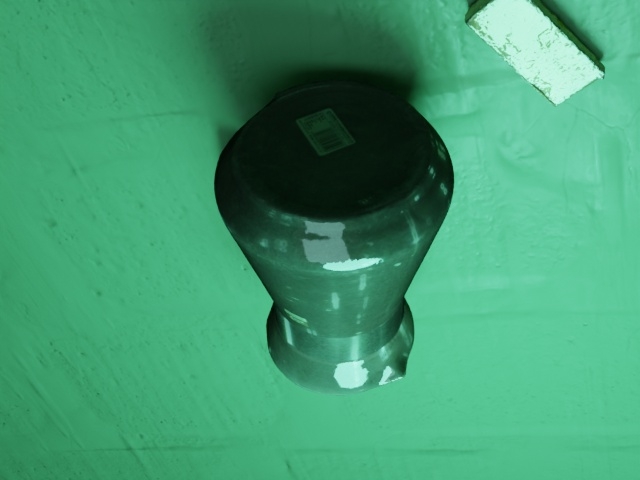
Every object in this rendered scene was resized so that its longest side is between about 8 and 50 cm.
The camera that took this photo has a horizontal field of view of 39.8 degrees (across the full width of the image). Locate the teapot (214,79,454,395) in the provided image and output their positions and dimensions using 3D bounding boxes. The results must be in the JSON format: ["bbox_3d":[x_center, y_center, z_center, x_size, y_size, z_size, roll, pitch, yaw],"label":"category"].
[{"bbox_3d":[0.000,0.000,1.037,0.300,0.253,0.344,34,148,27],"label":"teapot"}]

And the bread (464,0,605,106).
[{"bbox_3d":[0.222,-0.204,0.913,0.154,0.028,0.068,36,131,-22],"label":"bread"}]
